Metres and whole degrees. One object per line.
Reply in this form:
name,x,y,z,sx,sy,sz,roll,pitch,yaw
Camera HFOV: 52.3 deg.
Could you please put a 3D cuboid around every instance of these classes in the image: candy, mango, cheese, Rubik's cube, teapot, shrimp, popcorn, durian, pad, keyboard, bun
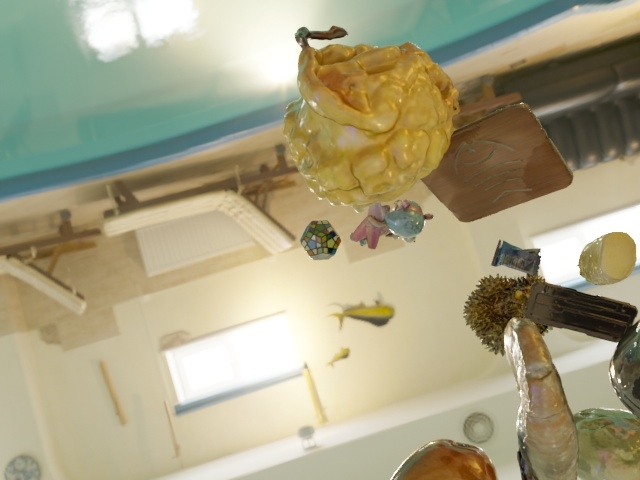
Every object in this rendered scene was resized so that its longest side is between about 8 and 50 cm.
candy,0.572,0.048,1.891,0.136,0.088,0.038,13,158,28
mango,0.247,0.574,1.416,0.317,0.211,0.173,-51,165,1
cheese,0.690,0.045,1.577,0.093,0.123,0.167,16,175,9
Rubik's cube,0.000,0.000,2.020,0.133,0.133,0.112,-20,-176,30
teapot,0.753,0.255,1.284,0.239,0.321,0.240,-28,140,-20
shrimp,0.382,0.325,1.147,0.109,0.446,0.221,-14,-152,5
popcorn,0.066,-0.240,1.215,0.348,0.382,0.349,-26,-146,19
durian,0.566,0.207,1.908,0.258,0.258,0.293,-12,158,-41
pad,0.371,-0.157,1.430,0.286,0.018,0.284,-22,135,31
keyboard,0.627,0.172,1.575,0.262,0.106,0.016,14,-167,1
bun,0.699,0.478,1.518,0.283,0.179,0.283,17,-168,-4

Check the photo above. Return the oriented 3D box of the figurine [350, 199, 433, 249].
figurine,0.202,-0.024,1.838,0.205,0.103,0.260,34,142,-27
